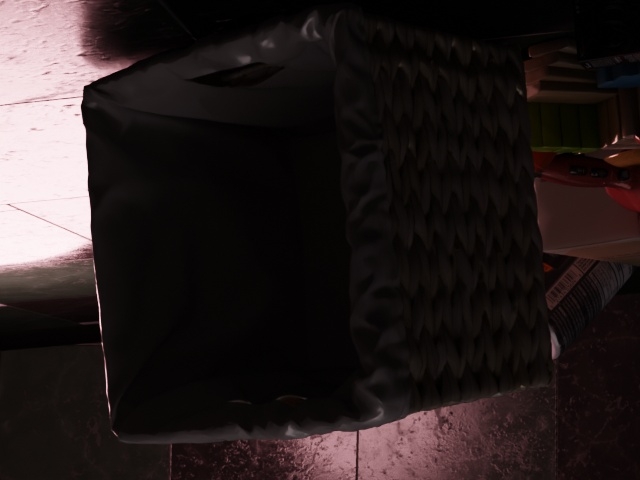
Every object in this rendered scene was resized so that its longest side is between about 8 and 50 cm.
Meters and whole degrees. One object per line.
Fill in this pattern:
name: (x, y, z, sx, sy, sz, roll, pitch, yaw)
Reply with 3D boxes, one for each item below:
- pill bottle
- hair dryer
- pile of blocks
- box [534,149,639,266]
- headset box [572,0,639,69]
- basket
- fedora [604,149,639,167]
pill bottle: (0.351, 0.039, 2.120, 0.246, 0.130, 0.130, -45, -172, -21)
hair dryer: (0.309, -0.061, 1.676, 0.293, 0.080, 0.223, 1, -171, 27)
pile of blocks: (0.273, -0.120, 1.368, 0.362, 0.113, 0.149, -12, 169, 42)
box: (0.401, -0.042, 1.936, 0.148, 0.121, 0.311, -9, 170, 37)
headset box: (0.238, -0.169, 1.179, 0.083, 0.062, 0.032, -6, 172, 22)
basket: (0.000, 0.000, 1.322, 0.328, 0.331, 0.266, -11, 171, 43)
fedora: (0.368, -0.121, 1.519, 0.194, 0.079, 0.194, -9, 179, 0)
